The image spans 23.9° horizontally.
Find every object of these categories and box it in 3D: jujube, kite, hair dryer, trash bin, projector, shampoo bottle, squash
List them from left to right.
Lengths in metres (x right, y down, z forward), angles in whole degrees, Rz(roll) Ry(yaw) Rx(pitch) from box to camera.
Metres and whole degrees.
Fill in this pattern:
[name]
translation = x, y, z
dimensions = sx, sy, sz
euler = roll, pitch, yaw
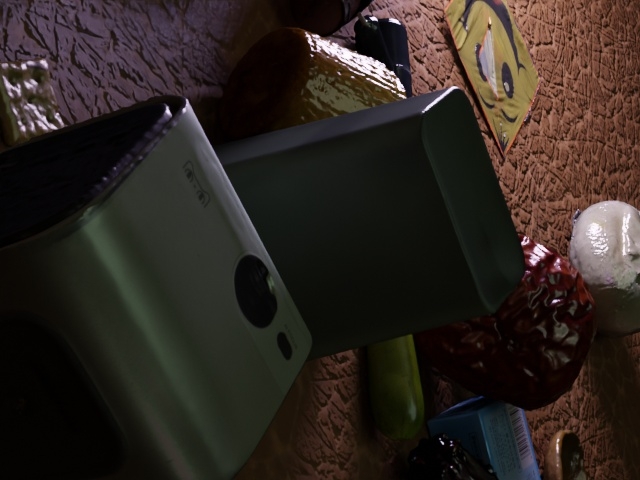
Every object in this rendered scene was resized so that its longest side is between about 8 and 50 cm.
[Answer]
[projector]
translation = -0.184, 0.058, 1.222
dimensions = 0.249, 0.248, 0.249
euler = 63, 32, -22
[trash bin]
translation = 0.000, 0.000, 1.476
dimensions = 0.158, 0.343, 0.223
euler = -40, 113, -56
[shampoo bottle]
translation = 0.055, -0.351, 1.954
dimensions = 0.084, 0.129, 0.323
euler = 41, 34, -2
[hair dryer]
translation = 0.069, -0.246, 1.926
dimensions = 0.219, 0.071, 0.124
euler = 54, 30, -70
[squash]
translation = 0.085, 0.149, 1.845
dimensions = 0.066, 0.066, 0.201
euler = 27, 48, -53
[kite]
translation = 0.281, -0.286, 2.425
dimensions = 0.377, 0.013, 0.328
euler = 26, 56, -56
[jujube]
translation = 0.237, 0.098, 1.946
dimensions = 0.232, 0.213, 0.213
euler = 28, 38, 3

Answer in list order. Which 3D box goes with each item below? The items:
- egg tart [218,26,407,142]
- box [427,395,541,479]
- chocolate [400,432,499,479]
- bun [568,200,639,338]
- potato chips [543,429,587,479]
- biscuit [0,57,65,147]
[egg tart]
translation = -0.019, -0.136, 1.680
dimensions = 0.147, 0.202, 0.203
euler = 29, 52, -36
[box]
translation = 0.229, 0.325, 1.994
dimensions = 0.142, 0.083, 0.232
euler = -15, 92, -61
[chocolate]
translation = 0.159, 0.298, 1.842
dimensions = 0.156, 0.156, 0.133
euler = -25, 90, -60
[bun]
translation = 0.506, 0.050, 2.535
dimensions = 0.239, 0.141, 0.239
euler = 40, 42, -50
[potato chips]
translation = 0.361, 0.382, 2.231
dimensions = 0.150, 0.049, 0.202
euler = 10, 67, -62
[biscuit]
translation = -0.270, -0.127, 1.392
dimensions = 0.083, 0.018, 0.081
euler = -16, 92, -60
